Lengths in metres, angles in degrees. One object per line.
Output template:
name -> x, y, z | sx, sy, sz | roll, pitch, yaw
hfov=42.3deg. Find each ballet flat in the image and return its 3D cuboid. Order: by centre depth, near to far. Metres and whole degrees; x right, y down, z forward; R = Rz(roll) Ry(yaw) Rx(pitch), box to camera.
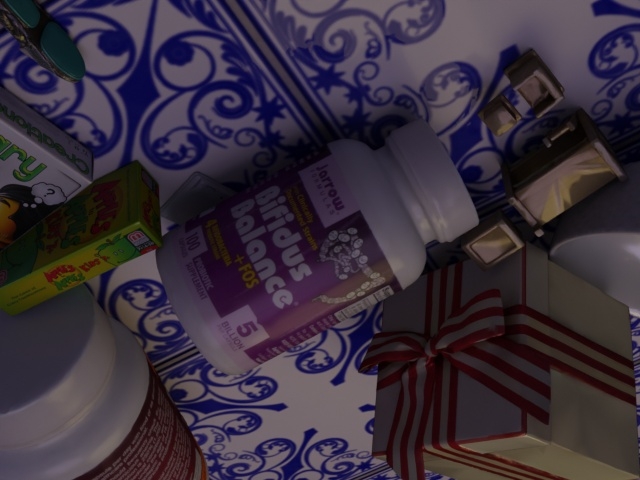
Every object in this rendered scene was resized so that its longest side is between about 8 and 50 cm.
ballet flat -> -0.247, -0.179, 0.703 | 0.041, 0.041, 0.114 | -24, 137, 11

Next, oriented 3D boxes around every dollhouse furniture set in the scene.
dollhouse furniture set -> 0.200, -0.092, 0.896 | 0.182, 0.101, 0.161 | -36, 109, 23

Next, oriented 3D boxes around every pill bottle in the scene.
pill bottle -> 0.000, 0.000, 0.847 | 0.302, 0.169, 0.169 | -29, 136, 4
pill bottle -> -0.286, 0.223, 0.979 | 0.224, 0.224, 0.392 | -14, 138, 0

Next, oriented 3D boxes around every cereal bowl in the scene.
cereal bowl -> 0.438, -0.001, 0.929 | 0.339, 0.141, 0.339 | 18, 165, 5

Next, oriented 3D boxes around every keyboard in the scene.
keyboard -> -0.062, -0.003, 0.956 | 0.256, 0.014, 0.072 | 27, 129, -36

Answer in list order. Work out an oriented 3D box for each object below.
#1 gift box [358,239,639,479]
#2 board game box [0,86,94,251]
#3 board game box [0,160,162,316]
gift box -> 0.215, 0.173, 0.974 | 0.258, 0.276, 0.255 | 27, 142, -32
board game box -> -0.384, -0.095, 0.738 | 0.193, 0.053, 0.305 | -34, 134, 19
board game box -> -0.251, -0.002, 0.844 | 0.181, 0.092, 0.043 | -25, 136, 11
